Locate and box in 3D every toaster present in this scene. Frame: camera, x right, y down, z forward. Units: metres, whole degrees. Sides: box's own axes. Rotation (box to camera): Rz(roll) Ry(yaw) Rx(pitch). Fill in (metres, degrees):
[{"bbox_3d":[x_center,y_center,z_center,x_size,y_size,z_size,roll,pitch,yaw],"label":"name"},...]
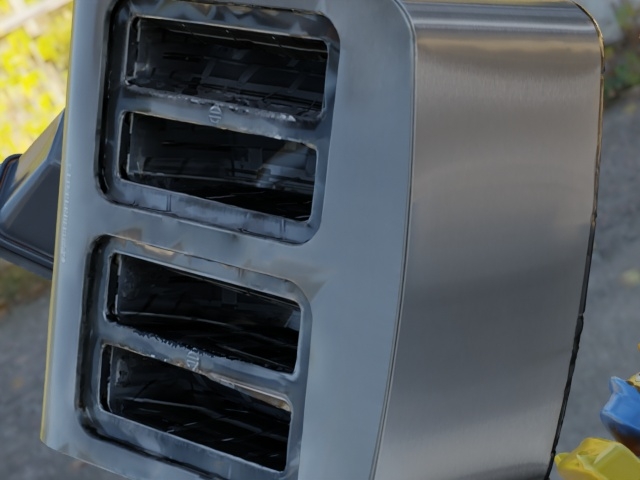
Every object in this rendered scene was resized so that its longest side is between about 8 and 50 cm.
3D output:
[{"bbox_3d":[0.000,0.000,0.516,0.186,0.168,0.110,14,12,39],"label":"toaster"}]

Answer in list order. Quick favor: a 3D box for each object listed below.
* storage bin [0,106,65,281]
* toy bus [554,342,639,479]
[{"bbox_3d":[-0.141,-0.029,1.069,0.091,0.135,0.098,-45,26,42],"label":"storage bin"},{"bbox_3d":[0.177,0.121,0.721,0.211,0.220,0.149,-23,-7,-3],"label":"toy bus"}]
